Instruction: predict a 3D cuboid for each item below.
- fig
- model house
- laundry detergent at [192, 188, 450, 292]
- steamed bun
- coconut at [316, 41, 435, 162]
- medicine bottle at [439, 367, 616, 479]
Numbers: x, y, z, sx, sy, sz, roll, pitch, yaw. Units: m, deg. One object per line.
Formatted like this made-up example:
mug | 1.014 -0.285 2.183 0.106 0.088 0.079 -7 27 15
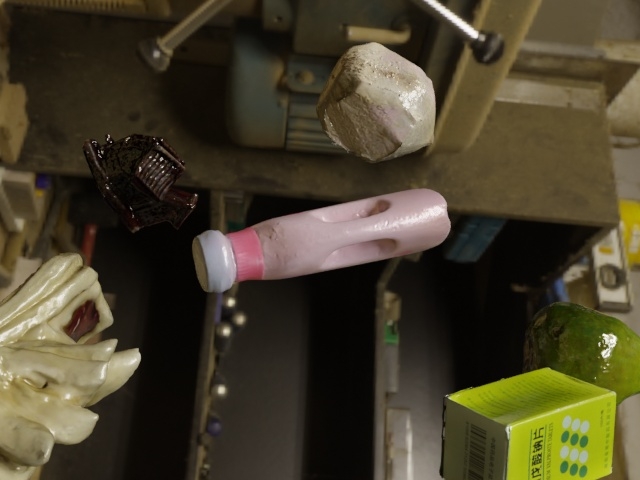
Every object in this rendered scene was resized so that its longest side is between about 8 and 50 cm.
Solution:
fig | 0.497 0.211 1.390 0.206 0.274 0.206 2 90 -89
model house | -0.312 -0.110 1.450 0.203 0.164 0.141 60 9 -48
laundry detergent | 0.000 0.000 1.058 0.159 0.335 0.088 159 -82 -69
steamed bun | -0.352 0.189 0.890 0.428 0.189 0.247 -53 -179 -33
coconut | 0.061 -0.129 0.789 0.110 0.124 0.110 -59 -170 17
medicine bottle | 0.314 0.295 1.197 0.141 0.250 0.137 18 -70 54
